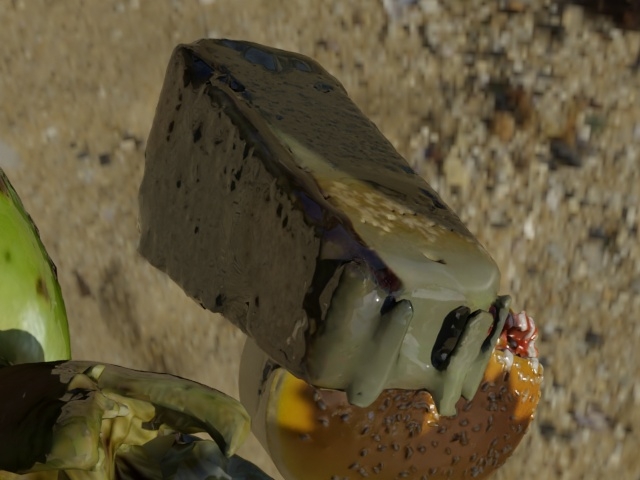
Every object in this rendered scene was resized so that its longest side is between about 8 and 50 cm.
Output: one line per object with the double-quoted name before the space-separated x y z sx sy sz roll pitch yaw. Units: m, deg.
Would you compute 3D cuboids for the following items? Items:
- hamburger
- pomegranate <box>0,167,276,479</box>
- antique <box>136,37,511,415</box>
"hamburger" 0.067 0.135 1.804 0.151 0.295 0.227 21 100 48
"pomegranate" -0.167 0.065 0.584 0.231 0.231 0.286 -33 44 -16
"antique" 0.000 0.000 1.186 0.125 0.150 0.284 5 24 -33
